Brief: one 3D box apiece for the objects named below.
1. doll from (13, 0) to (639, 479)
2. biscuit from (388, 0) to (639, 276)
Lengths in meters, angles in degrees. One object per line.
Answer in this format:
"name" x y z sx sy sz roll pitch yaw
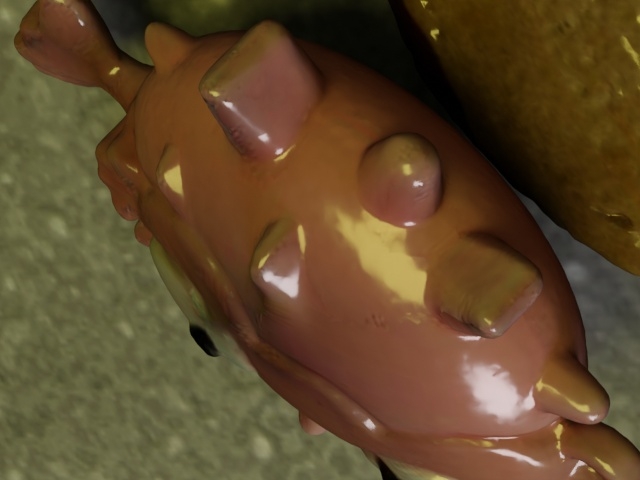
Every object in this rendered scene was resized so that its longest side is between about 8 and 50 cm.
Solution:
"doll" 0.000 0.000 0.577 0.262 0.093 0.211 40 160 10
"biscuit" 0.104 -0.082 0.489 0.226 0.042 0.226 25 132 31
